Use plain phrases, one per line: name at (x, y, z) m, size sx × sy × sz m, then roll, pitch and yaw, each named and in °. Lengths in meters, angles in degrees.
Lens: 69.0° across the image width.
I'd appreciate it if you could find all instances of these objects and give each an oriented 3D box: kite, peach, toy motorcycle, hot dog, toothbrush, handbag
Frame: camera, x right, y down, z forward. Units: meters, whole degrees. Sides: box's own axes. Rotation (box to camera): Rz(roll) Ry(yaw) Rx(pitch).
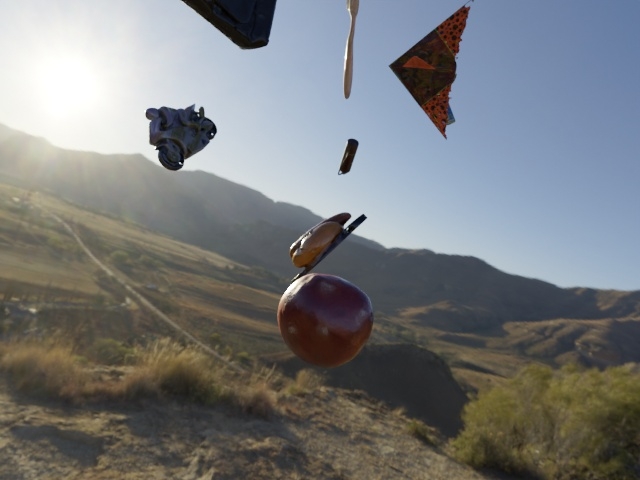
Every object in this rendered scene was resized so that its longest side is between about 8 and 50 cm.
kite at (0.174, -0.290, 0.790) m, size 0.125 × 0.222 × 0.008 m, roll 15°, pitch 22°, yaw 24°
peach at (0.014, 0.191, 1.139) m, size 0.243 × 0.243 × 0.199 m, roll 20°, pitch 24°, yaw -14°
toy motorcycle at (-0.352, -0.271, 1.136) m, size 0.073 × 0.225 × 0.152 m, roll -29°, pitch -68°, yaw 40°
hot dog at (0.000, 0.000, 1.637) m, size 0.107 × 0.326 × 0.194 m, roll 48°, pitch -21°, yaw 1°
toothbrush at (0.072, -0.482, 1.178) m, size 0.029 × 0.025 × 0.307 m, roll 57°, pitch -17°, yaw 27°
handbag at (-0.157, -0.459, 0.745) m, size 0.080 × 0.246 × 0.223 m, roll 5°, pitch -8°, yaw 35°

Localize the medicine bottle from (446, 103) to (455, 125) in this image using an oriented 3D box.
medicine bottle at (0.486, -0.557, 1.870) m, size 0.051 × 0.191 × 0.051 m, roll -18°, pitch -4°, yaw -1°

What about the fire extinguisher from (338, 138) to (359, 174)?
fire extinguisher at (0.093, -0.285, 1.661) m, size 0.045 × 0.078 × 0.157 m, roll 37°, pitch -39°, yaw 16°
